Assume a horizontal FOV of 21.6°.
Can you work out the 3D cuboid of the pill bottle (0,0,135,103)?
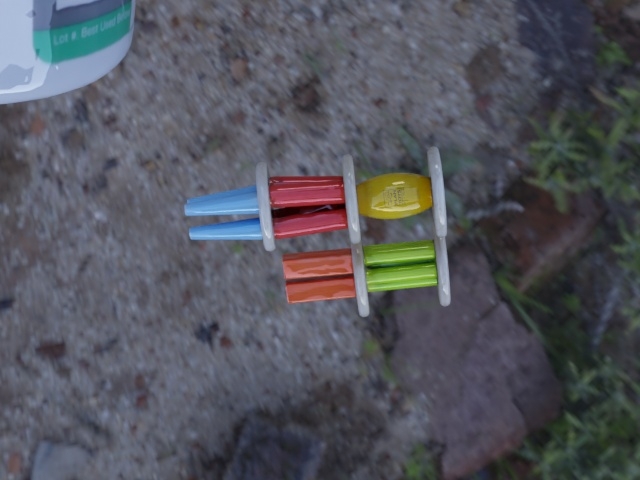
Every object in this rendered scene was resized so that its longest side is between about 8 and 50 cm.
[{"bbox_3d":[-0.190,-0.266,0.847,0.204,0.204,0.361,-1,115,-13],"label":"pill bottle"}]

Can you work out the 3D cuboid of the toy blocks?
[{"bbox_3d":[0.000,0.000,0.991,0.148,0.054,0.123,-5,142,2],"label":"toy blocks"}]
